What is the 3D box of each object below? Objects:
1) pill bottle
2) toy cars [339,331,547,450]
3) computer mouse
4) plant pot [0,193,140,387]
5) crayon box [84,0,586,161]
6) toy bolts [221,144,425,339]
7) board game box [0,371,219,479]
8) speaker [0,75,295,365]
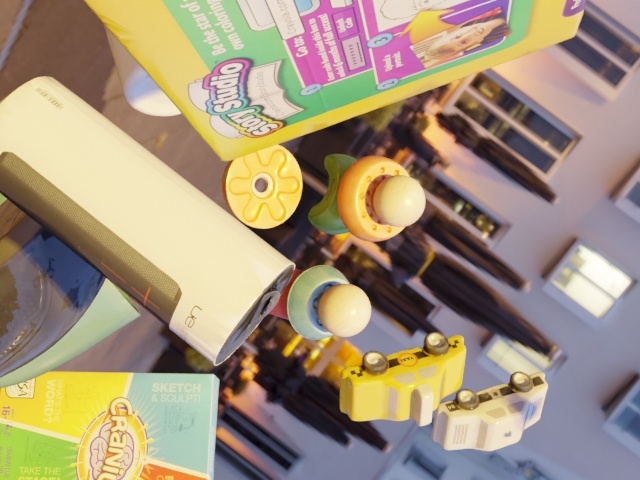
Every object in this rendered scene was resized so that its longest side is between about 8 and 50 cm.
[{"bbox_3d":[-0.221,-0.292,1.223,0.131,0.229,0.131,-17,156,-8],"label":"pill bottle"},{"bbox_3d":[0.196,0.237,1.317,0.176,0.393,0.087,-50,-138,16],"label":"toy cars"},{"bbox_3d":[-0.208,0.046,0.550,0.272,0.072,0.188,-33,-158,22],"label":"computer mouse"},{"bbox_3d":[-0.432,0.062,1.266,0.235,0.293,0.293,-39,175,-9],"label":"plant pot"},{"bbox_3d":[0.023,-0.194,0.599,0.313,0.106,0.363,-19,166,4],"label":"crayon box"},{"bbox_3d":[0.000,0.000,1.059,0.158,0.218,0.229,11,-92,57],"label":"toy bolts"},{"bbox_3d":[-0.314,0.314,1.348,0.064,0.316,0.242,86,5,-73],"label":"board game box"},{"bbox_3d":[-0.078,-0.009,0.390,0.055,0.136,0.055,-51,173,-9],"label":"speaker"}]
